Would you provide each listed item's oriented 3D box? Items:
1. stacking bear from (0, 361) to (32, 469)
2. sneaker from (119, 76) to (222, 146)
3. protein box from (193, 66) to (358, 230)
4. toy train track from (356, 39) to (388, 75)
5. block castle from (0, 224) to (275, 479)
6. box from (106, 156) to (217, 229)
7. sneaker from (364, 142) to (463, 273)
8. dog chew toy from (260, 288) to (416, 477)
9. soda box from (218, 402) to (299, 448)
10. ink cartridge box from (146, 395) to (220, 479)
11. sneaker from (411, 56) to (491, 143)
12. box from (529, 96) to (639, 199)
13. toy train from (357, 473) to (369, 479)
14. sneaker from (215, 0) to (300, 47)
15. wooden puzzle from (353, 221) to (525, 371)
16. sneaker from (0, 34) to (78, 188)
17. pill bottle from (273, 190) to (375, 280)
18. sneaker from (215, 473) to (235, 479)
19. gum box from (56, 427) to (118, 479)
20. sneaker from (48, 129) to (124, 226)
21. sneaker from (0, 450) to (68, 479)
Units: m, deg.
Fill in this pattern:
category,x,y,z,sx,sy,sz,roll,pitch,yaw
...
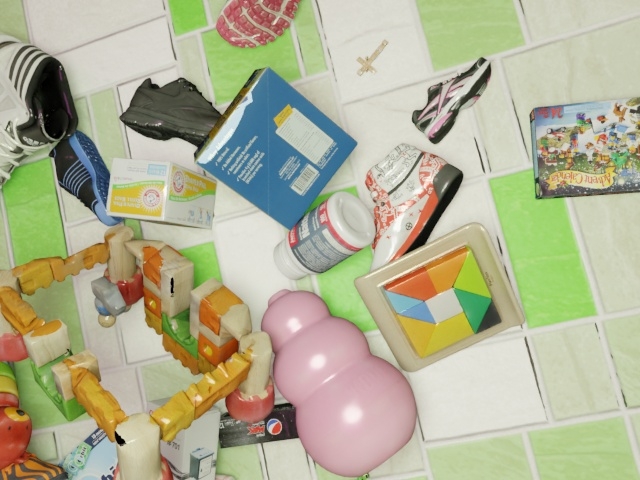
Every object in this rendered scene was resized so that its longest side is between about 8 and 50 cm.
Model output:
category,x,y,z,sx,sy,sz,roll,pitch,yaw
stacking bear,-0.655,0.309,0.950,0.164,0.175,0.289,-45,62,-7
sneaker,-0.259,-0.256,0.989,0.287,0.109,0.130,16,82,9
protein box,-0.085,-0.164,0.884,0.201,0.136,0.199,36,95,-22
toy train track,0.101,-0.357,0.962,0.048,0.014,0.083,41,95,11
block castle,-0.318,0.190,0.836,0.453,0.303,0.212,32,131,26
box,-0.289,-0.082,0.930,0.114,0.203,0.103,6,88,12
sneaker,0.129,-0.044,0.908,0.145,0.090,0.270,37,104,26
dog chew toy,0.014,0.227,0.861,0.207,0.207,0.331,-38,73,7
soda box,-0.109,0.351,0.945,0.169,0.053,0.060,-12,85,11
ink cartridge box,-0.267,0.406,0.934,0.140,0.082,0.190,0,85,41
sneaker,0.235,-0.269,0.904,0.077,0.072,0.178,42,90,21
box,0.493,-0.159,0.855,0.233,0.044,0.159,-4,86,11
toy train,0.077,0.435,0.922,0.024,0.017,0.083,-22,83,0
sneaker,-0.085,-0.503,0.970,0.299,0.121,0.112,-41,51,8
wooden puzzle,0.208,0.110,0.854,0.239,0.044,0.220,-26,111,11
sneaker,-0.660,-0.194,0.999,0.258,0.169,0.447,23,90,31
pill bottle,0.000,0.000,0.890,0.180,0.108,0.107,-35,80,36
sneaker,-0.202,0.516,0.960,0.070,0.051,0.134,2,94,25
gum box,-0.435,0.490,1.011,0.157,0.041,0.184,-42,79,7
sneaker,-0.494,-0.117,1.042,0.091,0.081,0.232,-32,74,11
sneaker,-0.643,0.436,0.993,0.321,0.125,0.179,-15,82,24
